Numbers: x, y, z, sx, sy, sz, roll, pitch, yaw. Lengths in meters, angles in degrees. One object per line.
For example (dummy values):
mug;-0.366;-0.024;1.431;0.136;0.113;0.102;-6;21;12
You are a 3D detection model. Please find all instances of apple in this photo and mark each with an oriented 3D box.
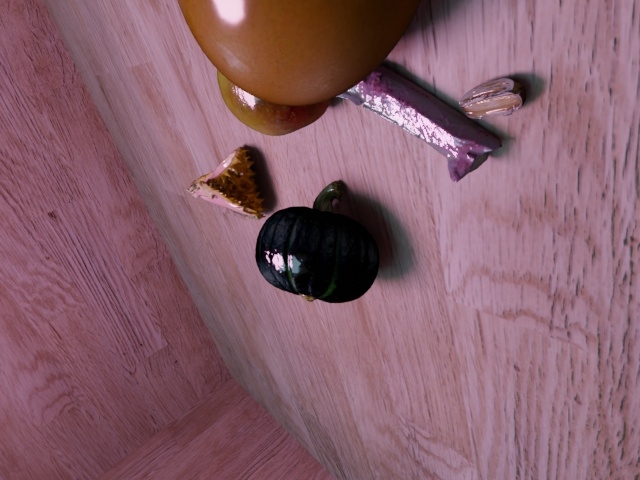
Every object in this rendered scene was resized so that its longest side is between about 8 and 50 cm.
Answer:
apple;-0.082;-0.286;0.734;0.207;0.174;0.188;20;140;26

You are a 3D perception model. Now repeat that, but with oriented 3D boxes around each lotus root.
lotus root;0.209;-0.170;0.523;0.037;0.030;0.083;35;167;-30

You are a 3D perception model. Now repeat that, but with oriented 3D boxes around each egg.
egg;-0.023;-0.310;0.478;0.283;0.282;0.351;52;154;9

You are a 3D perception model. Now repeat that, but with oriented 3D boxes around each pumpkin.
pumpkin;0.000;0.000;0.870;0.248;0.248;0.248;39;147;31

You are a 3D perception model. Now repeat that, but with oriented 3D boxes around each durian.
durian;-0.228;-0.121;1.158;0.195;0.186;0.305;44;160;-18

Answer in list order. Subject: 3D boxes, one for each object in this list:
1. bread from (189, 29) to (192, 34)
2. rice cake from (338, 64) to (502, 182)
bread;-0.169;-0.430;0.741;0.127;0.152;0.147;58;154;21
rice cake;0.113;-0.184;0.612;0.290;0.081;0.051;43;162;25
